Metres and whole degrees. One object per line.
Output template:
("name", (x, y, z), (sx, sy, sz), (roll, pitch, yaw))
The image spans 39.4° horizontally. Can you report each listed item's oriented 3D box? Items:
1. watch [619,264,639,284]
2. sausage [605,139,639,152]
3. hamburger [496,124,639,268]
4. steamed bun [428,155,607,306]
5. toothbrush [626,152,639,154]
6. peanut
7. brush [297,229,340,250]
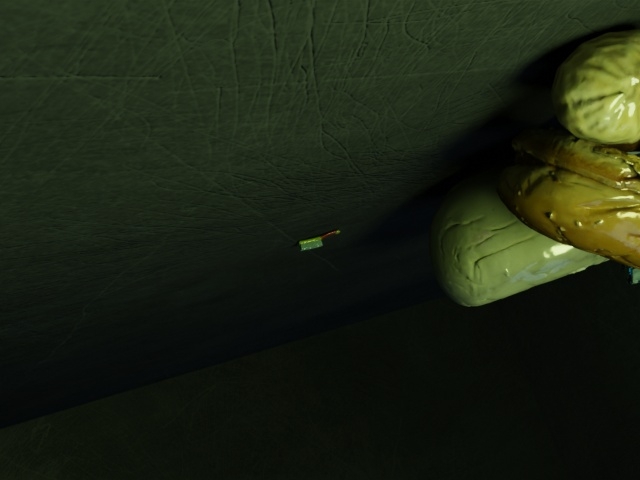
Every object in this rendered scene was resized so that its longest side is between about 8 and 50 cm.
("watch", (0.545, -0.048, 1.645), (0.068, 0.274, 0.276), (-19, 162, 9))
("sausage", (0.500, -0.189, 1.419), (0.270, 0.109, 0.109), (-9, 164, -44))
("hamburger", (0.394, -0.058, 1.229), (0.318, 0.158, 0.318), (19, -176, -1))
("steamed bun", (0.335, -0.029, 1.561), (0.312, 0.233, 0.334), (-20, 173, 10))
("toothbrush", (0.559, -0.173, 1.786), (0.386, 0.040, 0.040), (-13, 167, -34))
("peanut", (0.404, -0.195, 1.119), (0.305, 0.147, 0.147), (-12, 167, -44))
("brush", (0.000, 0.000, 1.634), (0.083, 0.021, 0.019), (-18, 167, -17))
